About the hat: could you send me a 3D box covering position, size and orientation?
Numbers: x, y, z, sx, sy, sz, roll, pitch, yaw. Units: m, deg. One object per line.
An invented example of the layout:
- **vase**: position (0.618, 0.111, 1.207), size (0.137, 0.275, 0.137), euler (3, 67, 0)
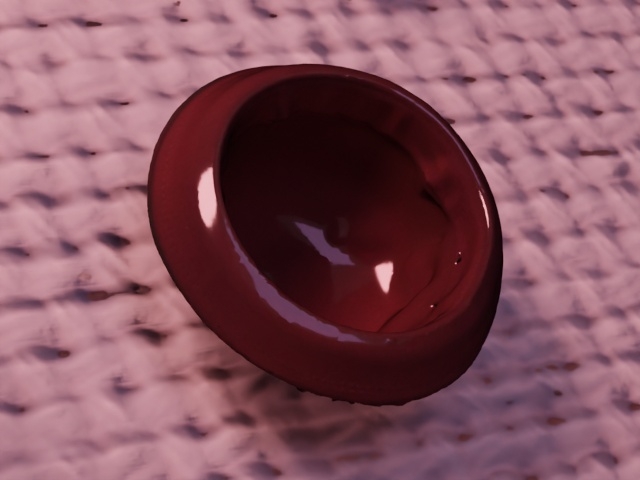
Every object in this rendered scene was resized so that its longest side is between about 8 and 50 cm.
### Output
- **hat**: position (0.000, 0.000, 1.022), size (0.205, 0.089, 0.205), euler (13, 54, -19)
